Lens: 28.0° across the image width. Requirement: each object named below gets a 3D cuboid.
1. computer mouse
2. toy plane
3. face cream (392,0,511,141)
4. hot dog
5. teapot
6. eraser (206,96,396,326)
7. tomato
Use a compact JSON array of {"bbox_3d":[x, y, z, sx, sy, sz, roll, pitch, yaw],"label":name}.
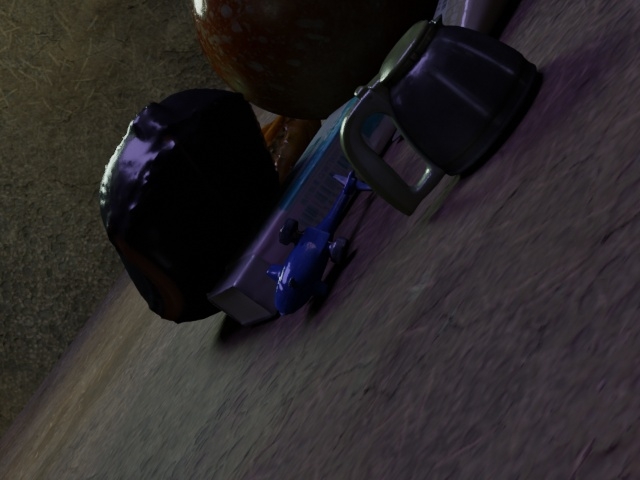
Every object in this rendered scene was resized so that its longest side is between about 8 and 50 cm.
[{"bbox_3d":[-0.111,-0.020,1.227,0.183,0.116,0.323,-53,-17,-16],"label":"computer mouse"},{"bbox_3d":[0.000,0.000,1.023,0.062,0.054,0.167,99,-165,-49],"label":"toy plane"},{"bbox_3d":[0.149,-0.248,1.114,0.341,0.084,0.137,-65,11,-16],"label":"face cream"},{"bbox_3d":[-0.066,-0.073,1.488,0.115,0.072,0.269,-44,12,48],"label":"hot dog"},{"bbox_3d":[0.074,-0.091,0.846,0.124,0.090,0.092,-57,9,-21],"label":"teapot"},{"bbox_3d":[-0.013,-0.030,1.159,0.225,0.052,0.095,-57,12,-20],"label":"eraser"},{"bbox_3d":[0.007,-0.246,1.324,0.270,0.223,0.270,-37,-11,-9],"label":"tomato"}]
